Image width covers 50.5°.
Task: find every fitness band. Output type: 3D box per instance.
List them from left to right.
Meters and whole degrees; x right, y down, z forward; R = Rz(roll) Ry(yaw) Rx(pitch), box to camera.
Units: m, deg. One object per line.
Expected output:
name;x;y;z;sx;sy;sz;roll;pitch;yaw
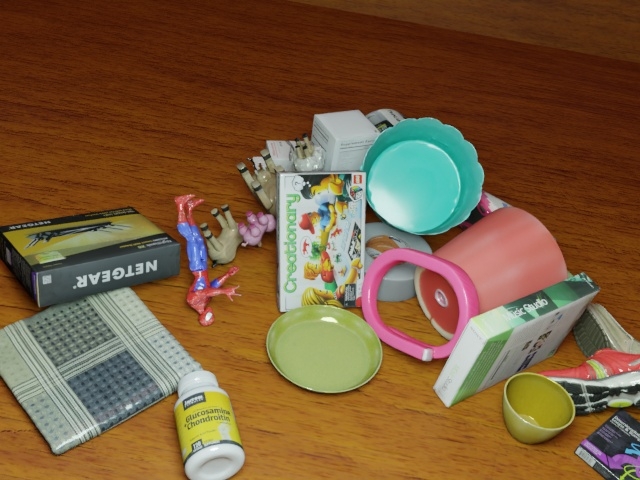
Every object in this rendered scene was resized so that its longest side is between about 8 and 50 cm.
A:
fitness band;0.198;0.128;1.410;0.054;0.209;0.291;6;10;-41

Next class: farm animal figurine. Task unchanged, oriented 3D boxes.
farm animal figurine;-0.119;-0.076;1.644;0.330;0.172;0.326;-20;41;5

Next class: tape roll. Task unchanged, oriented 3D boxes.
tape roll;0.158;0.049;1.641;0.219;0.072;0.219;6;38;-5

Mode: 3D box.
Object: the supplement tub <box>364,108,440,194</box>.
supplement tub;0.226;-0.197;1.858;0.207;0.207;0.338;-10;41;-23

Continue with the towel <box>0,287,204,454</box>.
towel;-0.442;0.229;1.316;0.312;0.056;0.324;-27;53;-33

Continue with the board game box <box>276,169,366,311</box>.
board game box;0.000;0.000;1.494;0.193;0.305;0.053;-3;11;-14

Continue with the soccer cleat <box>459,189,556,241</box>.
soccer cleat;0.479;-0.050;1.822;0.143;0.116;0.331;-8;39;-47

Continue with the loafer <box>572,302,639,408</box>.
loafer;0.654;0.244;1.484;0.092;0.102;0.268;-7;50;-22

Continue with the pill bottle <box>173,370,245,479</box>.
pill bottle;-0.201;0.323;1.193;0.103;0.103;0.184;-6;41;-19

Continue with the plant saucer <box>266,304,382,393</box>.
plant saucer;0.007;0.230;1.409;0.241;0.037;0.241;6;39;-5

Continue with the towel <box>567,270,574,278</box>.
towel;0.574;0.105;1.704;0.152;0.023;0.113;-12;45;-29

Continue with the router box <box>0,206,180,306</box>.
router box;-0.495;0.023;1.459;0.309;0.081;0.243;-13;31;-39

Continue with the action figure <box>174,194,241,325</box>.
action figure;-0.229;0.039;1.452;0.139;0.280;0.091;-8;-8;12

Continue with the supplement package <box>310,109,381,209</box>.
supplement package;0.055;-0.204;1.799;0.139;0.244;0.134;-11;42;-25

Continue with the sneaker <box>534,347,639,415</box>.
sneaker;0.561;0.277;1.378;0.279;0.107;0.118;-5;39;8

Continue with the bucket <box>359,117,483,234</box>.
bucket;0.230;-0.141;1.595;0.281;0.281;0.183;10;-2;1

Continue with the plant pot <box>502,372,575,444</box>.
plant pot;0.407;0.338;1.309;0.134;0.095;0.134;6;37;-5

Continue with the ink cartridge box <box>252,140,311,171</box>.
ink cartridge box;-0.100;-0.237;1.957;0.180;0.060;0.104;-2;40;-14

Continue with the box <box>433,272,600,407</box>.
box;0.394;0.199;1.369;0.322;0.232;0.058;-17;52;-30

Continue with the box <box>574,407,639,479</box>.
box;0.587;0.405;1.315;0.162;0.029;0.116;-22;48;-36

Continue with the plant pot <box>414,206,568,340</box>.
plant pot;0.360;0.088;1.499;0.243;0.275;0.275;-22;47;-20
